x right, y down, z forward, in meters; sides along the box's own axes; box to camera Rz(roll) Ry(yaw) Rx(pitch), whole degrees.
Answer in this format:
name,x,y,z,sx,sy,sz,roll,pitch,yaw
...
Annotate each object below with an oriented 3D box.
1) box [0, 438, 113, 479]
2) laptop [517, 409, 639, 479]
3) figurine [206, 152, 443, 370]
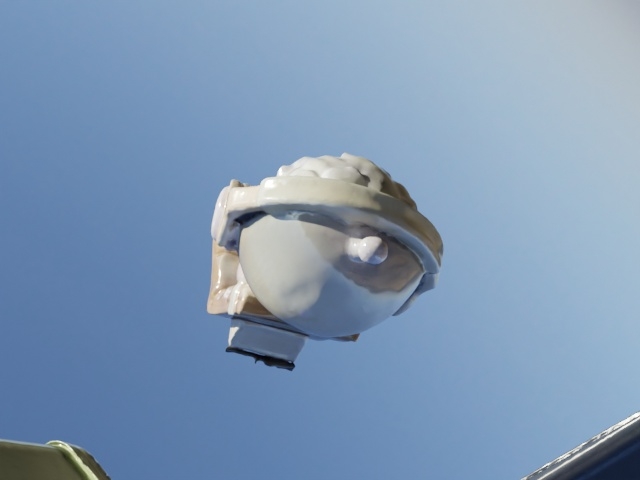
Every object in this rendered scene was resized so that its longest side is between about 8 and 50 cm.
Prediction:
name,x,y,z,sx,sy,sz,roll,pitch,yaw
box,-0.388,0.336,1.337,0.344,0.352,0.177,22,-163,-51
laptop,0.140,0.130,0.600,0.135,0.197,0.016,45,-153,-17
figurine,-0.001,0.003,1.049,0.162,0.141,0.237,17,161,-12
